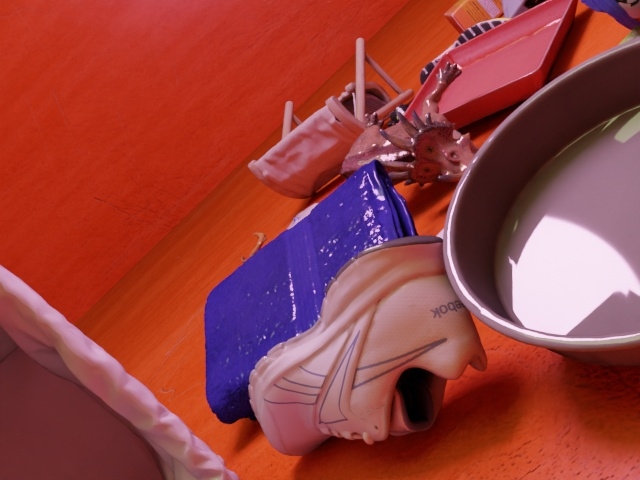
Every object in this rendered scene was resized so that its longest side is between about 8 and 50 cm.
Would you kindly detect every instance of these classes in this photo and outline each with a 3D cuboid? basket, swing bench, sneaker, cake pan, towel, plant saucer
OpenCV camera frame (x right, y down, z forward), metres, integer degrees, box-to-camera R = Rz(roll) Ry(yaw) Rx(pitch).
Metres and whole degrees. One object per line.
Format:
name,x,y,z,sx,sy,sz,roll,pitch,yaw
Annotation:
basket,-0.298,0.246,0.771,0.331,0.328,0.266,-49,-4,-14
swing bench,0.024,-0.223,1.634,0.253,0.165,0.254,-32,24,39
sneaker,0.148,-0.185,1.332,0.063,0.075,0.170,-42,14,9
cake pan,0.225,-0.035,0.564,0.293,0.054,0.293,-29,35,22
towel,-0.011,0.066,0.975,0.308,0.076,0.227,-37,35,21
sneaker,0.029,0.123,0.694,0.111,0.129,0.297,-8,-32,-33
sneaker,0.268,-0.327,1.403,0.209,0.081,0.094,-22,12,44
plant saucer,0.257,-0.252,1.221,0.258,0.047,0.259,-20,28,43

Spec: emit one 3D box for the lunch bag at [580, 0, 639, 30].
lunch bag,0.421,-0.407,0.869,0.328,0.239,0.385,-34,10,32

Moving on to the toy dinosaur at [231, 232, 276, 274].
toy dinosaur,-0.102,0.039,1.469,0.211,0.064,0.112,-38,30,62

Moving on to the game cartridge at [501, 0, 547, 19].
game cartridge,0.394,-0.505,1.355,0.198,0.062,0.297,-89,23,-44

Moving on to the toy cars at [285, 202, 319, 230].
toy cars,0.000,0.000,1.194,0.176,0.087,0.394,-45,14,-2

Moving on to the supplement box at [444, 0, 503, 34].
supplement box,0.367,-0.514,1.657,0.233,0.080,0.078,-44,14,9

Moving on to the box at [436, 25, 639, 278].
box,0.267,-0.084,0.741,0.322,0.058,0.232,-47,14,-4

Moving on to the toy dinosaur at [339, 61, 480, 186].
toy dinosaur,0.103,-0.115,1.094,0.296,0.127,0.200,-22,18,40
